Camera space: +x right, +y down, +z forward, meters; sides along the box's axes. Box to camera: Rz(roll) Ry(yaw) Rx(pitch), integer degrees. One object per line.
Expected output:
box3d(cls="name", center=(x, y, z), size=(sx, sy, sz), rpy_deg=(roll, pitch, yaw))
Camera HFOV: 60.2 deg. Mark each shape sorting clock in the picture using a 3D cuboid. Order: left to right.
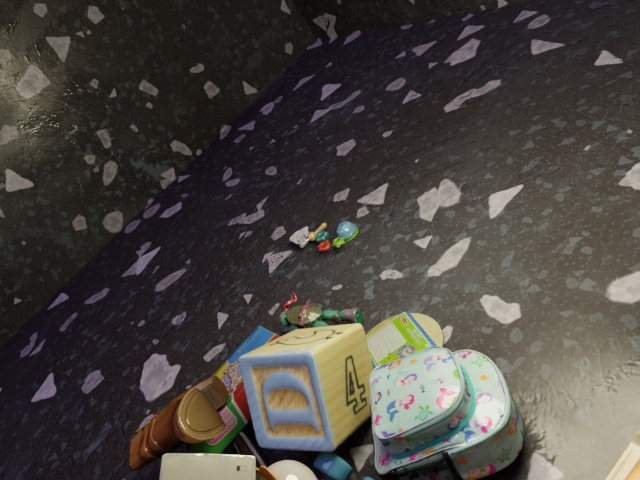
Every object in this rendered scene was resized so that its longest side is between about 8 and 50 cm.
box3d(cls="shape sorting clock", center=(0.171, 0.239, 1.209), size=(0.206, 0.040, 0.206), rpy_deg=(-27, 30, 17))

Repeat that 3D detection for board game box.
box3d(cls="board game box", center=(-0.202, 0.357, 1.325), size=(0.316, 0.064, 0.242), rpy_deg=(-47, 16, -16))

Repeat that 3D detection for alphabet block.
box3d(cls="alphabet block", center=(-0.017, 0.290, 1.115), size=(0.192, 0.193, 0.197), rpy_deg=(-10, 3, 32))

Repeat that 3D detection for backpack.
box3d(cls="backpack", center=(0.212, 0.304, 0.966), size=(0.254, 0.191, 0.225), rpy_deg=(-19, 27, 12))

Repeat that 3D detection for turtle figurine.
box3d(cls="turtle figurine", center=(-0.022, 0.209, 1.368), size=(0.234, 0.118, 0.175), rpy_deg=(-2, 46, 34))

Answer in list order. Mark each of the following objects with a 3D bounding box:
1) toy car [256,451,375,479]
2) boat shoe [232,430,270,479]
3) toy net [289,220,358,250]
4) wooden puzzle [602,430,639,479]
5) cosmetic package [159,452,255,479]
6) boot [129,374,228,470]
box3d(cls="toy car", center=(-0.026, 0.455, 0.932), size=(0.210, 0.238, 0.219), rpy_deg=(16, 60, 44))
box3d(cls="boat shoe", center=(-0.136, 0.485, 1.150), size=(0.069, 0.081, 0.228), rpy_deg=(-41, 35, -15))
box3d(cls="toy net", center=(0.000, 0.000, 1.668), size=(0.232, 0.045, 0.122), rpy_deg=(-10, 43, 37))
box3d(cls="wooden puzzle", center=(0.469, 0.396, 0.735), size=(0.238, 0.044, 0.221), rpy_deg=(-47, 34, -15))
box3d(cls="cosmetic package", center=(-0.202, 0.445, 0.969), size=(0.153, 0.296, 0.129), rpy_deg=(4, 68, -10))
box3d(cls="boot", center=(-0.310, 0.388, 1.128), size=(0.220, 0.109, 0.283), rpy_deg=(-36, 7, 0))
